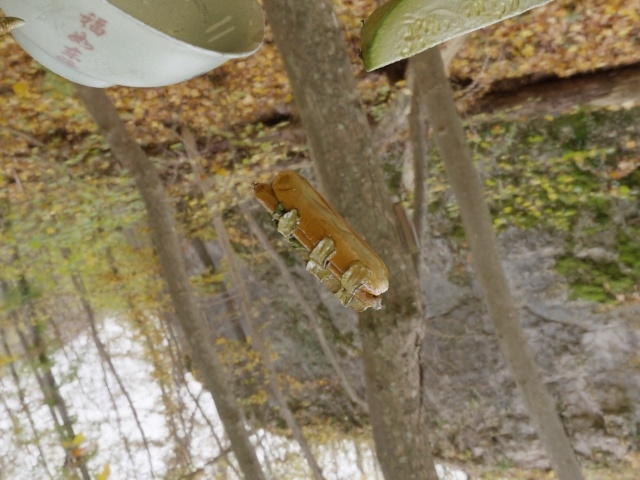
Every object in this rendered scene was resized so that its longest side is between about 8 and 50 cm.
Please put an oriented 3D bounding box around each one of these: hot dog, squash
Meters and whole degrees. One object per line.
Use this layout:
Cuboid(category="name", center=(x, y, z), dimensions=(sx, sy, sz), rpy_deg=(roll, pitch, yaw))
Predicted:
Cuboid(category="hot dog", center=(0.000, 0.000, 1.079), dimensions=(0.072, 0.269, 0.109), rpy_deg=(-38, 167, -30))
Cuboid(category="squash", center=(0.211, -0.373, 1.150), dimensions=(0.203, 0.111, 0.289), rpy_deg=(-29, -166, -33))

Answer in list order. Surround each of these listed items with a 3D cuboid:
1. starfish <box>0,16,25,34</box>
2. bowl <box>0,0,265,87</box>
Cuboid(category="starfish", center=(-0.320, -0.165, 0.606), dimensions=(0.223, 0.050, 0.216), rpy_deg=(-50, -173, 36))
Cuboid(category="bowl", center=(-0.304, -0.341, 1.001), dimensions=(0.196, 0.435, 0.435), rpy_deg=(-46, 177, 29))
